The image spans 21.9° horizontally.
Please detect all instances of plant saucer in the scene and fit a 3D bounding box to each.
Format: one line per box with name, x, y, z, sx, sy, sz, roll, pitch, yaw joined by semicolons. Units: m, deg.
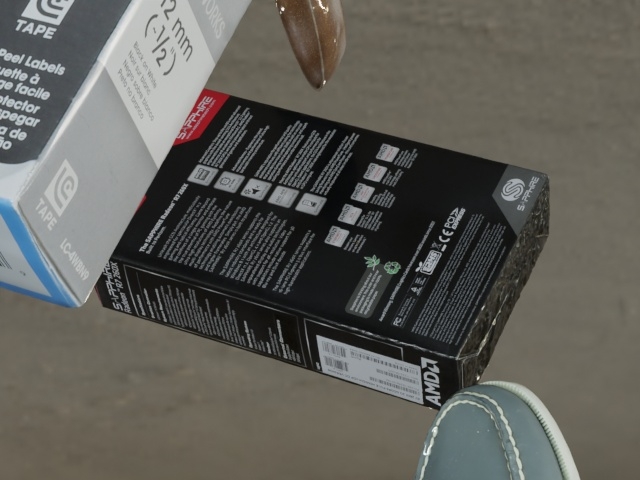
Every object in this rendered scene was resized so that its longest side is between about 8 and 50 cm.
plant saucer;-0.015;-0.236;1.518;0.036;0.198;0.198;-18;165;-6

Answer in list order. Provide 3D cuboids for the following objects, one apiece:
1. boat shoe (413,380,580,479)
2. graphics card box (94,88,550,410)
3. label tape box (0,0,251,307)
boat shoe;0.074;0.227;0.910;0.116;0.319;0.099;-10;157;44
graphics card box;0.000;0.000;1.506;0.371;0.233;0.094;14;141;21
label tape box;-0.176;-0.158;0.941;0.249;0.348;0.115;15;155;23
